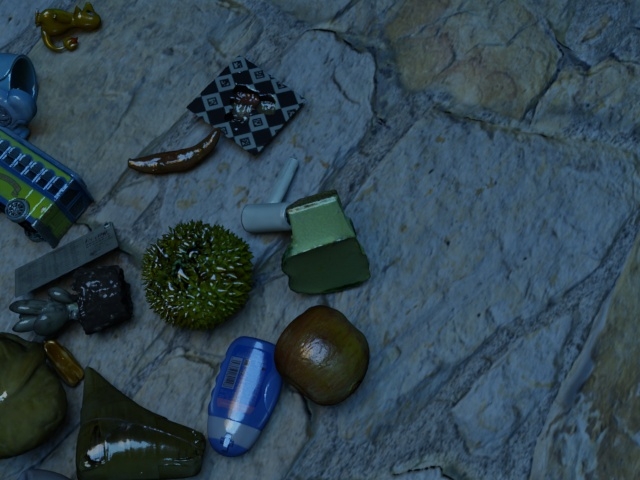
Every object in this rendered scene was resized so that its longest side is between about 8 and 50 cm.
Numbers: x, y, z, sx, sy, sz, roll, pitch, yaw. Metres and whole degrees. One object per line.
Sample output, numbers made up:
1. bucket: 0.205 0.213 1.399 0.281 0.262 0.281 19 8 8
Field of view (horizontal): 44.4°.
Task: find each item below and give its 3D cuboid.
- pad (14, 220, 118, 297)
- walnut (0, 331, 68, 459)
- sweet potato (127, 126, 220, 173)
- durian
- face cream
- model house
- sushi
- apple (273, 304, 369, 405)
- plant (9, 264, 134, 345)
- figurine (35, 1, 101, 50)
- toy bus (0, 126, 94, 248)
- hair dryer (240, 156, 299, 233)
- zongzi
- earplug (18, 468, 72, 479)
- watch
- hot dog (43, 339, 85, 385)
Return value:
1. pad: -0.617 0.041 1.890 0.265 0.009 0.159 -28 31 -8
2. walnut: -0.695 0.326 1.677 0.253 0.277 0.282 -24 97 -28
3. sweet potato: -0.363 -0.213 2.002 0.255 0.058 0.078 -18 98 3
4. durian: -0.275 0.081 1.806 0.291 0.225 0.291 -24 41 23
5. face cream: -0.172 0.352 1.753 0.149 0.083 0.264 14 69 9
6. model house: 0.000 0.000 1.837 0.195 0.214 0.189 -17 55 8
7. sushi: -0.193 -0.347 2.060 0.231 0.047 0.220 36 69 11
8. apple: 0.006 0.253 1.717 0.211 0.211 0.188 40 77 17
9. plant: -0.578 0.151 1.822 0.274 0.149 0.146 -19 105 0
10. figurine: -0.695 -0.590 2.169 0.176 0.121 0.122 -13 96 -13
11. toy bus: -0.746 -0.142 1.948 0.312 0.152 0.190 32 74 14
12. hair dryer: -0.093 -0.117 1.941 0.131 0.073 0.236 -3 47 33
13. zongzi: -0.397 0.392 1.742 0.273 0.145 0.300 0 44 -12
14. earplug: -0.654 0.595 1.645 0.325 0.175 0.214 -19 65 5
15. watch: -0.820 -0.388 2.048 0.210 0.211 0.193 5 54 5
16. hot dog: -0.594 0.280 1.806 0.056 0.041 0.133 -45 108 -36
